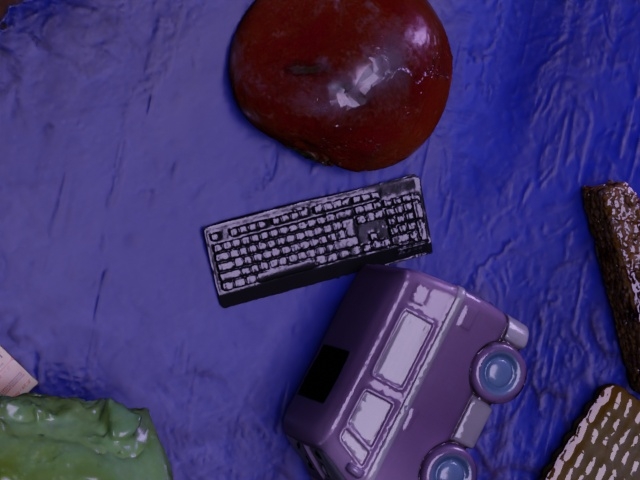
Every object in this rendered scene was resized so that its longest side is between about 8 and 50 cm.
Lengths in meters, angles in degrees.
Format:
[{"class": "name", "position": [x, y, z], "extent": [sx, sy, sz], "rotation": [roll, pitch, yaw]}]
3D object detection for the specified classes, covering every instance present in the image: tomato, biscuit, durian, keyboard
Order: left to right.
[{"class": "durian", "position": [-0.224, 0.247, 1.537], "extent": [0.340, 0.204, 0.256], "rotation": [8, 81, -9]}, {"class": "keyboard", "position": [0.000, 0.000, 1.677], "extent": [0.196, 0.015, 0.074], "rotation": [-14, 95, -14]}, {"class": "tomato", "position": [0.027, -0.148, 1.637], "extent": [0.189, 0.099, 0.173], "rotation": [25, 87, -13]}, {"class": "biscuit", "position": [0.250, 0.272, 1.745], "extent": [0.172, 0.029, 0.254], "rotation": [36, 82, -14]}, {"class": "biscuit", "position": [0.275, 0.045, 1.728], "extent": [0.034, 0.064, 0.199], "rotation": [-17, 95, -15]}]

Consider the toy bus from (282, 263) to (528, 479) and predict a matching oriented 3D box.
[{"class": "toy bus", "position": [0.064, 0.129, 1.636], "extent": [0.142, 0.142, 0.202], "rotation": [29, 83, -20]}]

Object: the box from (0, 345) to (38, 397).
[{"class": "box", "position": [-0.283, 0.128, 1.603], "extent": [0.093, 0.015, 0.058], "rotation": [-45, 104, -10]}]
